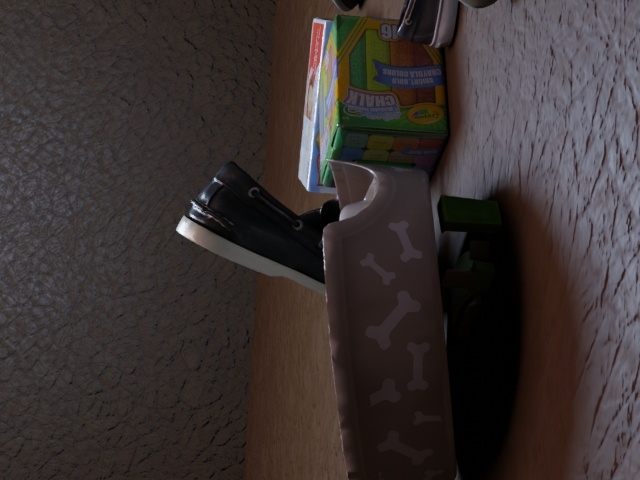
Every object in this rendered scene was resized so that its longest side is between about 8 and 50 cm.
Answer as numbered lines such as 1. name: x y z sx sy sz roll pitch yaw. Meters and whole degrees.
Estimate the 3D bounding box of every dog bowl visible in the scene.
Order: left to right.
1. dog bowl: 0.070 0.086 1.274 0.349 0.102 0.349 -5 -90 -86

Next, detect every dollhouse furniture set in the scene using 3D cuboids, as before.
1. dollhouse furniture set: 0.132 0.026 1.281 0.152 0.058 0.076 103 168 -46

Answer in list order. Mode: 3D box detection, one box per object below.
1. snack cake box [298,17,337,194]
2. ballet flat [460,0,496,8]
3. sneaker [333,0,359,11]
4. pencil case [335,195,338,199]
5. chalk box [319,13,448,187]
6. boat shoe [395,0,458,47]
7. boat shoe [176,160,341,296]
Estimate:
1. snack cake box: 0.026 -0.212 2.030 0.152 0.089 0.264 -117 32 -78
2. ballet flat: 0.151 -0.331 1.271 0.068 0.072 0.213 98 174 -67
3. sneaker: 0.052 -0.450 2.065 0.083 0.118 0.222 69 -170 25
4. pencil case: 0.049 -0.023 1.772 0.088 0.086 0.206 -51 -14 -31
5. chalk box: 0.072 -0.141 1.533 0.132 0.132 0.213 108 163 -59
6. boat shoe: 0.120 -0.337 1.481 0.080 0.076 0.229 -138 53 -80
7. boat shoe: -0.003 -0.001 1.488 0.127 0.340 0.113 29 96 58
